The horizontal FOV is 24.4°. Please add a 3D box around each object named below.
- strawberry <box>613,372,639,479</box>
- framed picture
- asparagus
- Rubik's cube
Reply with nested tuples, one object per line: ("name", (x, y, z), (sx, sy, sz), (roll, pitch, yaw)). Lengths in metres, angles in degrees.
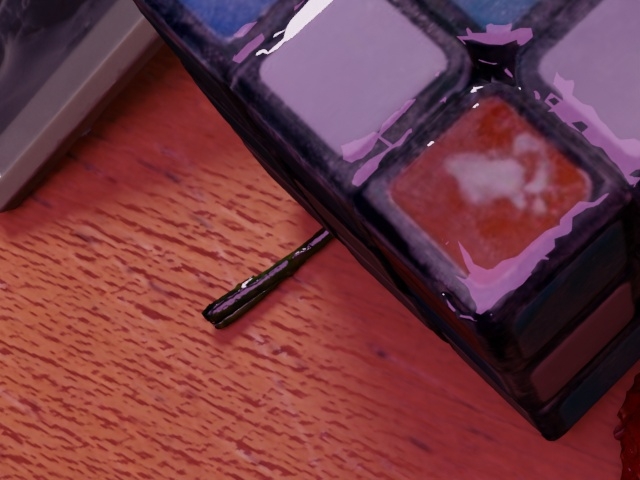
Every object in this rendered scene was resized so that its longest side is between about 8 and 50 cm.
("strawberry", (0.350, 0.101, 1.038), (0.233, 0.138, 0.306), (30, 91, 20))
("framed picture", (-0.227, -0.283, 1.239), (0.446, 0.028, 0.326), (-44, 77, 26))
("asparagus", (0.000, 0.000, 1.218), (0.233, 0.022, 0.023), (-36, 57, 8))
("Rubik's cube", (0.136, -0.122, 1.013), (0.359, 0.363, 0.362), (-45, 71, -5))
